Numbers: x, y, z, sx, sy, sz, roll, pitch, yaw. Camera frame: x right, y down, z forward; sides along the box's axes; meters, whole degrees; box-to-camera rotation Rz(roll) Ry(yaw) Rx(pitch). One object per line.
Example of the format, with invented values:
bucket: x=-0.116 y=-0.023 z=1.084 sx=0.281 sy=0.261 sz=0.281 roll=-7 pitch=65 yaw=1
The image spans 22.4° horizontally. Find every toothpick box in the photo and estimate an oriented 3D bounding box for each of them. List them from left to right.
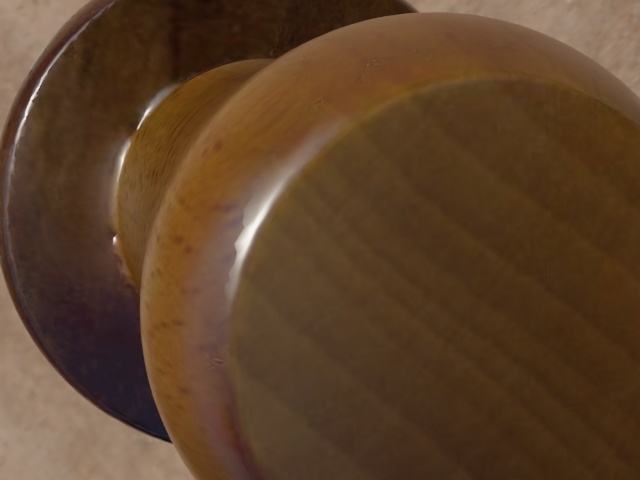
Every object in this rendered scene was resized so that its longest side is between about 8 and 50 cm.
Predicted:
toothpick box: x=0.000 y=0.000 z=0.526 sx=0.192 sy=0.192 sz=0.294 roll=69 pitch=167 yaw=-15
